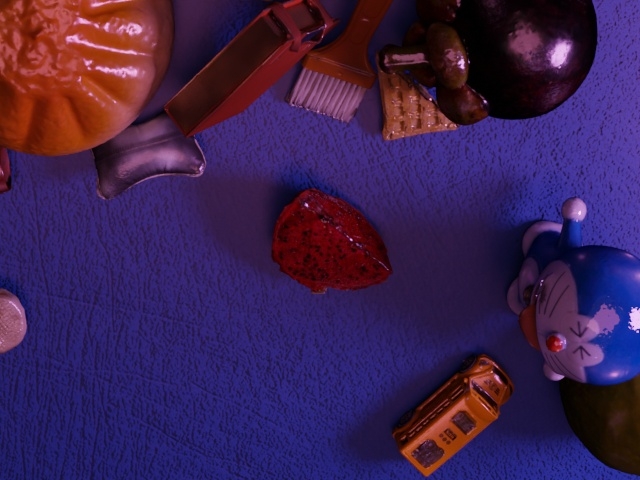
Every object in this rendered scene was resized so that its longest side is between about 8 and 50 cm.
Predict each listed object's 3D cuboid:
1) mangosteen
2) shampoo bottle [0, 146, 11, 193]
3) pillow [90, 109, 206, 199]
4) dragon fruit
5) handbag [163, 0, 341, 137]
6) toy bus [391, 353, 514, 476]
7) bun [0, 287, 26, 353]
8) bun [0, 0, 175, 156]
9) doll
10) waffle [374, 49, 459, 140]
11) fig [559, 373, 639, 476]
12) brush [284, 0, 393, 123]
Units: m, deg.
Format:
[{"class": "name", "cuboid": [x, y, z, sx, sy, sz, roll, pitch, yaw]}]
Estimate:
[{"class": "mangosteen", "cuboid": [0.183, -0.226, 1.662, 0.250, 0.211, 0.211, -17, 108, -11]}, {"class": "shampoo bottle", "cuboid": [-0.497, -0.067, 1.739, 0.260, 0.064, 0.102, -9, 107, -2]}, {"class": "pillow", "cuboid": [-0.207, -0.108, 1.755, 0.135, 0.055, 0.091, -13, 106, -2]}, {"class": "dragon fruit", "cuboid": [0.000, 0.000, 1.800, 0.162, 0.083, 0.106, 34, 123, -25]}, {"class": "handbag", "cuboid": [-0.075, -0.200, 1.662, 0.190, 0.127, 0.063, -38, 87, 36]}, {"class": "toy bus", "cuboid": [0.171, 0.221, 1.879, 0.162, 0.074, 0.069, -42, 104, 10]}, {"class": "bun", "cuboid": [-0.401, 0.095, 1.805, 0.086, 0.055, 0.086, -6, 110, -17]}, {"class": "bun", "cuboid": [-0.307, -0.237, 1.651, 0.299, 0.165, 0.299, -2, 108, -6]}, {"class": "doll", "cuboid": [0.298, 0.065, 1.750, 0.161, 0.257, 0.215, -2, 105, -17]}, {"class": "waffle", "cuboid": [0.113, -0.176, 1.736, 0.097, 0.023, 0.153, -11, 143, 0]}, {"class": "fig", "cuboid": [0.410, 0.217, 1.787, 0.206, 0.275, 0.206, -5, 124, -8]}, {"class": "brush", "cuboid": [0.050, -0.249, 1.672, 0.090, 0.017, 0.314, 17, 137, -13]}]
